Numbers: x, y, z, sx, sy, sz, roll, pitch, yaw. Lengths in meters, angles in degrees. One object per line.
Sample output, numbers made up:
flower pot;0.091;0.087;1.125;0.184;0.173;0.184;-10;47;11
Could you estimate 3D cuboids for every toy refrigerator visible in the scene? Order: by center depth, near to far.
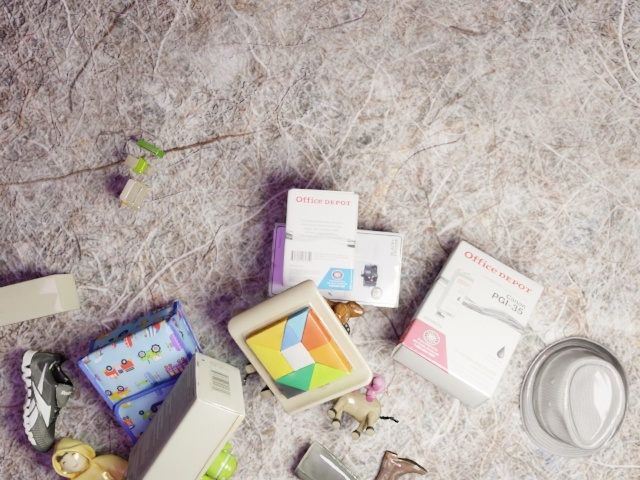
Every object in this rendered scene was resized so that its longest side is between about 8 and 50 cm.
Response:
toy refrigerator;-0.701;0.143;1.395;0.269;0.102;0.094;-14;88;2

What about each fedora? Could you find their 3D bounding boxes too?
fedora;0.572;0.355;1.347;0.243;0.124;0.276;14;89;2

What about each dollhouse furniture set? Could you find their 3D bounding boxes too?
dollhouse furniture set;-0.422;-0.152;1.414;0.058;0.076;0.152;27;88;15

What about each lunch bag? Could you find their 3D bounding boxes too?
lunch bag;-0.360;0.322;1.385;0.220;0.138;0.293;-25;104;0

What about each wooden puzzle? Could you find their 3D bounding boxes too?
wooden puzzle;-0.045;0.221;1.222;0.220;0.044;0.239;-28;99;24

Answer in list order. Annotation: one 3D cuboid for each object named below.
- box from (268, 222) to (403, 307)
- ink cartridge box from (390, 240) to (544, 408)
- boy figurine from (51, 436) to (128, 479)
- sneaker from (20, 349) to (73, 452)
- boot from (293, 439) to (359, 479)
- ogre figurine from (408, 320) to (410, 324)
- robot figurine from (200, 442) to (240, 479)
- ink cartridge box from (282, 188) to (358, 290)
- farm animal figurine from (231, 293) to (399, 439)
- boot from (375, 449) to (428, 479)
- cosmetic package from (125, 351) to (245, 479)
box;0.033;0.054;1.386;0.289;0.087;0.169;4;89;1
ink cartridge box;0.309;0.171;1.300;0.207;0.117;0.283;31;65;9
boy figurine;-0.490;0.555;1.387;0.177;0.092;0.285;-36;91;3
sneaker;-0.613;0.362;1.400;0.106;0.078;0.235;-6;86;4
boot;0.028;0.574;1.381;0.208;0.076;0.190;28;101;5
ogre figurine;0.284;0.253;1.373;0.196;0.097;0.118;20;78;-9
robot figurine;-0.240;0.497;1.392;0.115;0.067;0.101;32;94;2
ink cartridge box;0.000;0.000;1.301;0.148;0.086;0.203;4;86;1
farm animal figurine;-0.009;0.254;1.344;0.326;0.172;0.331;-6;107;18
boot;0.175;0.548;1.396;0.106;0.037;0.114;21;86;15
cosmetic package;-0.286;0.408;1.289;0.113;0.160;0.310;27;109;-23
